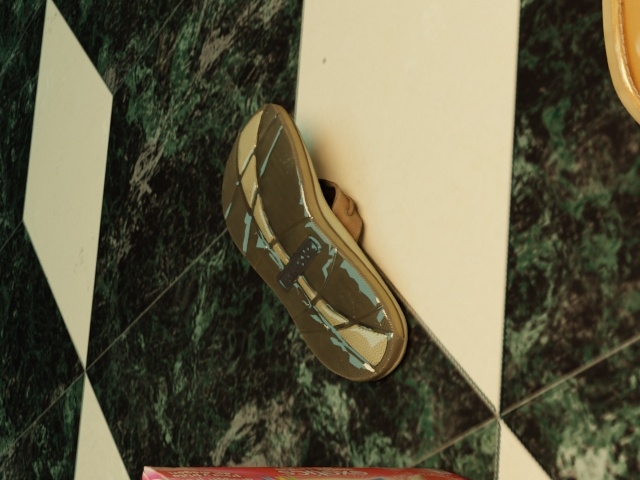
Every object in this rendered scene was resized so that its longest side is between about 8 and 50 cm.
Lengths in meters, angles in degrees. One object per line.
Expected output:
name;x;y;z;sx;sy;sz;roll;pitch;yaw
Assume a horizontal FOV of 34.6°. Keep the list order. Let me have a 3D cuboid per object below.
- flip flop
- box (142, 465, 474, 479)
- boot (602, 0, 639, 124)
flip flop;0.000;0.000;0.908;0.112;0.080;0.277;-49;61;30
box;0.012;0.222;0.675;0.122;0.256;0.128;3;85;56
boot;0.271;-0.088;0.513;0.220;0.109;0.284;-35;57;47
